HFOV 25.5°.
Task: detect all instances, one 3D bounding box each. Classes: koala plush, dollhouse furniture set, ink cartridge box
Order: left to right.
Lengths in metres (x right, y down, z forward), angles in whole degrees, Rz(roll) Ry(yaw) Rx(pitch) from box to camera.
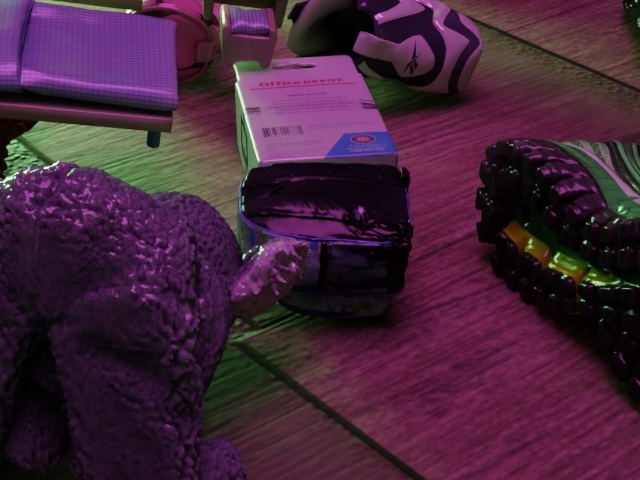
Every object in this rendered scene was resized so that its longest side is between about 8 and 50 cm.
[{"bbox_3d":[-0.146,-0.210,1.039,0.286,0.198,0.303,5,35,-8],"label":"dollhouse furniture set"},{"bbox_3d":[-0.107,0.034,0.806,0.196,0.203,0.221,11,20,16],"label":"koala plush"},{"bbox_3d":[-0.009,-0.080,1.101,0.104,0.060,0.180,-5,31,-8],"label":"ink cartridge box"}]

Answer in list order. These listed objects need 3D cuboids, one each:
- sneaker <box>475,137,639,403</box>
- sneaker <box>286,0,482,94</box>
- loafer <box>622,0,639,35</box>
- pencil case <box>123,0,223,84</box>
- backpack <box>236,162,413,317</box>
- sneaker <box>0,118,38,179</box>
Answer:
[{"bbox_3d":[0.238,0.013,0.879,0.146,0.134,0.343,-11,32,-21],"label":"sneaker"},{"bbox_3d":[0.019,-0.206,1.254,0.153,0.094,0.235,5,33,-37],"label":"sneaker"},{"bbox_3d":[0.343,-0.221,1.351,0.078,0.080,0.220,34,30,-8],"label":"loafer"},{"bbox_3d":[-0.127,-0.217,1.307,0.098,0.095,0.209,18,32,-8],"label":"pencil case"},{"bbox_3d":[0.000,0.000,0.943,0.114,0.084,0.105,5,30,-2],"label":"backpack"},{"bbox_3d":[-0.287,-0.069,1.076,0.092,0.088,0.225,-14,27,20],"label":"sneaker"}]
